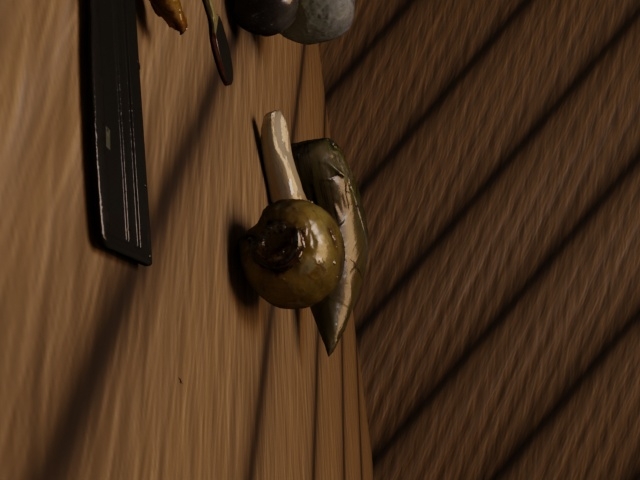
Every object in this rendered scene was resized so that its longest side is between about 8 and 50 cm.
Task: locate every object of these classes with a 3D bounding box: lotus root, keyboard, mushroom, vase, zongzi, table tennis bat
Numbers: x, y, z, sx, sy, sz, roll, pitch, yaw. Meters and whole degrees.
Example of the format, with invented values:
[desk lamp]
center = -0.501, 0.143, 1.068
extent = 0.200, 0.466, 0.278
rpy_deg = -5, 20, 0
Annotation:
[lotus root]
center = -0.032, 0.023, 0.993
extent = 0.278, 0.154, 0.154
rpy_deg = 52, 31, -83
[keyboard]
center = -0.156, -0.068, 0.555
extent = 0.103, 0.041, 0.381
rpy_deg = 54, 22, -75
[mushroom]
center = -0.070, -0.126, 1.227
extent = 0.084, 0.071, 0.209
rpy_deg = -33, 116, -47
[vase]
center = -0.108, -0.420, 1.096
extent = 0.120, 0.120, 0.183
rpy_deg = -92, 157, -45
[zongzi]
center = 0.000, 0.000, 1.356
extent = 0.360, 0.160, 0.323
rpy_deg = -80, 156, -50
[table tennis bat]
center = -0.147, -0.297, 0.987
extent = 0.087, 0.013, 0.156
rpy_deg = -90, 170, -48

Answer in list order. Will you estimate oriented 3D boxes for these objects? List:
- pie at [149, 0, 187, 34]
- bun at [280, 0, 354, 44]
[pie]
center = -0.169, -0.267, 0.639
extent = 0.092, 0.034, 0.170
rpy_deg = 62, -1, 34
[bun]
center = -0.048, -0.556, 1.298
extent = 0.362, 0.211, 0.362
rpy_deg = -6, 90, -81
